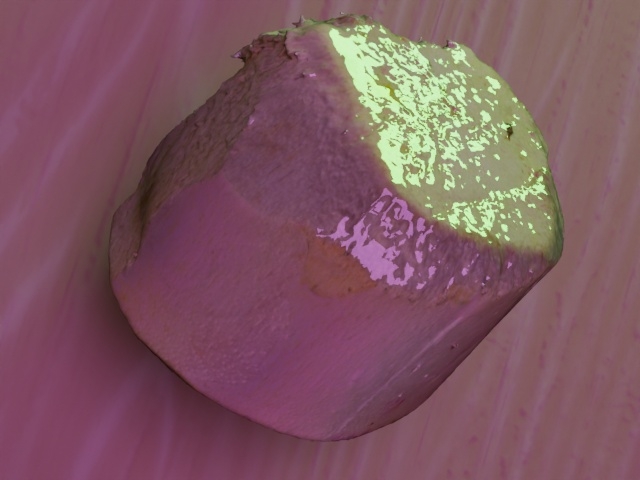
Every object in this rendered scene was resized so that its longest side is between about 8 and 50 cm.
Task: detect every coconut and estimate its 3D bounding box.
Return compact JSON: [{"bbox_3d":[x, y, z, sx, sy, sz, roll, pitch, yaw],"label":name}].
[{"bbox_3d":[0.000,0.000,1.412,0.297,0.309,0.297,26,40,-24],"label":"coconut"}]
